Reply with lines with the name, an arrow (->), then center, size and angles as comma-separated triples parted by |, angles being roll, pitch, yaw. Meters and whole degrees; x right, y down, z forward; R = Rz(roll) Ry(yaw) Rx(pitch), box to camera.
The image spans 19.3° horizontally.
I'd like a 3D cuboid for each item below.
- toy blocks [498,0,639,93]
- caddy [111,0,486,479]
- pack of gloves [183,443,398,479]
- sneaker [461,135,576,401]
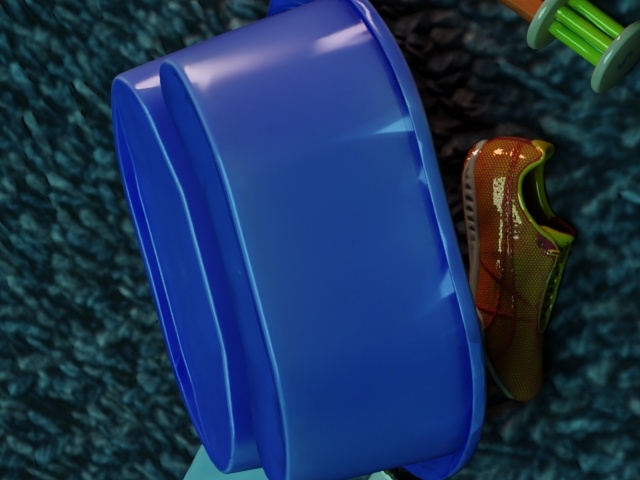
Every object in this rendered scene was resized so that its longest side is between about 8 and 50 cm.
toy blocks -> 0.145, -0.179, 1.140 | 0.148, 0.054, 0.123 | 40, 121, 19
caddy -> 0.000, 0.000, 1.200 | 0.241, 0.179, 0.341 | -1, 105, 68
pack of gloves -> -0.015, 0.220, 1.379 | 0.195, 0.046, 0.232 | 37, 124, 8
sneaker -> 0.130, 0.021, 1.202 | 0.067, 0.064, 0.175 | 0, 106, 23
